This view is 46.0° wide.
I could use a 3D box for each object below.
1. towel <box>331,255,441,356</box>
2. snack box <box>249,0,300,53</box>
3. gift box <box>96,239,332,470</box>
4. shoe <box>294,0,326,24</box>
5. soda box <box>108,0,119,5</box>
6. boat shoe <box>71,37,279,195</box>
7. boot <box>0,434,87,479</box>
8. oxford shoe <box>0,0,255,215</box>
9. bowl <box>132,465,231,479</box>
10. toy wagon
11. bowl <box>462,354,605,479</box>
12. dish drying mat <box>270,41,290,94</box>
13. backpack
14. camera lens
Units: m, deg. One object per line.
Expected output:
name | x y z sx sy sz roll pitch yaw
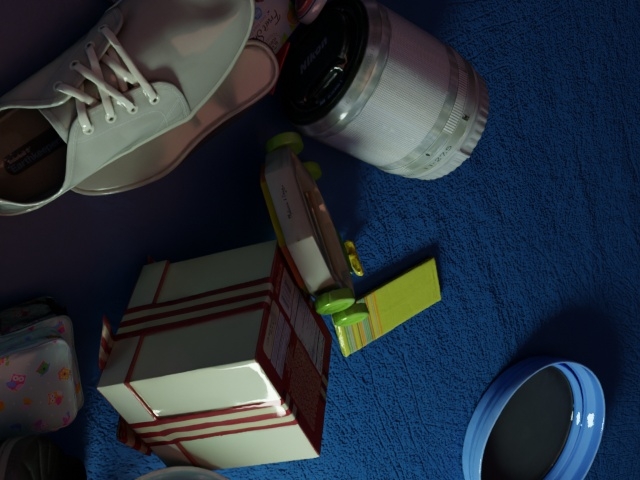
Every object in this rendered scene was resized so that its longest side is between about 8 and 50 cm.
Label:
towel | 0.126 0.120 1.396 0.237 0.021 0.102 -27 122 -25
snack box | -0.103 -0.313 1.116 0.100 0.037 0.141 41 80 -35
gift box | -0.152 0.148 1.050 0.258 0.255 0.276 -14 124 18
shoe | -0.024 -0.410 1.110 0.081 0.063 0.178 25 69 -31
soda box | -0.262 -0.356 0.984 0.074 0.069 0.216 -52 124 -10
boat shoe | -0.205 -0.169 1.052 0.335 0.095 0.112 -32 106 -2
boot | -0.471 0.344 0.982 0.284 0.377 0.138 2 61 -4
oxford shoe | -0.261 -0.184 0.927 0.449 0.130 0.169 -38 99 -2
bowl | -0.221 0.470 1.008 0.311 0.163 0.311 18 60 -34
toy wagon | 0.000 0.000 1.158 0.068 0.267 0.344 -20 161 7
bowl | 0.472 0.438 1.671 0.391 0.077 0.391 -9 108 -31
dish drying mat | -0.069 -0.265 1.155 0.008 0.032 0.083 18 93 -44
backpack | -0.416 0.179 0.991 0.188 0.144 0.166 -10 114 -25
camera lens | 0.094 -0.229 1.156 0.274 0.219 0.219 19 92 -35
